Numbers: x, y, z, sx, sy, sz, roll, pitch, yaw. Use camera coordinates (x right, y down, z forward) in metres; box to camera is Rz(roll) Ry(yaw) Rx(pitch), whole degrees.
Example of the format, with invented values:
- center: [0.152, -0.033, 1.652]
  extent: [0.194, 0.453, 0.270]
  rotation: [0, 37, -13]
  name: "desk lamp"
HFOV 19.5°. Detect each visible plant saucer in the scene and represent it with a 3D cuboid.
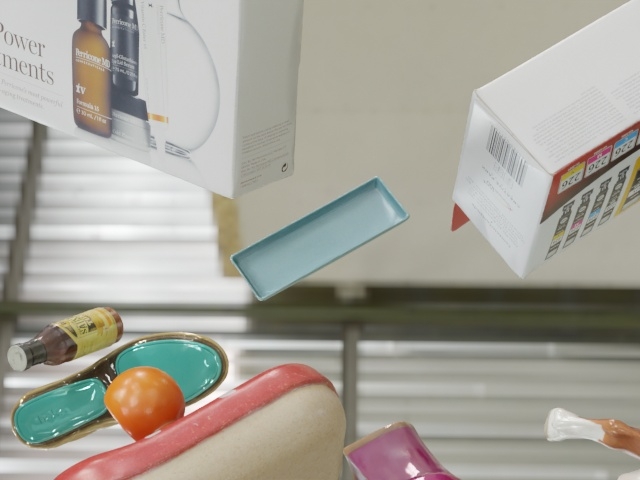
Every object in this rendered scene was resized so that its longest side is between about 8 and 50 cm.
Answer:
- center: [0.000, 0.000, 2.016]
  extent: [0.067, 0.192, 0.018]
  rotation: [53, 163, 29]
  name: "plant saucer"

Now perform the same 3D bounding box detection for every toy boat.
- center: [-0.103, 0.152, 1.327]
  extent: [0.151, 0.231, 0.151]
  rotation: [47, 150, 30]
  name: "toy boat"

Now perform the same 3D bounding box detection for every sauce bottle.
- center: [-0.243, 0.096, 1.773]
  extent: [0.128, 0.042, 0.042]
  rotation: [-21, -64, -53]
  name: "sauce bottle"

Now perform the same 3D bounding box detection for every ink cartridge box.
- center: [0.302, -0.110, 1.981]
  extent: [0.130, 0.309, 0.272]
  rotation: [50, 159, 23]
  name: "ink cartridge box"

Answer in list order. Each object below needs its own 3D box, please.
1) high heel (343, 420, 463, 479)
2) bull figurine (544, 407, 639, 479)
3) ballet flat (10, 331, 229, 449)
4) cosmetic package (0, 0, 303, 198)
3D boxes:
- center: [-0.022, 0.324, 1.706]
  extent: [0.181, 0.377, 0.127]
  rotation: [52, 176, 42]
  name: "high heel"
- center: [0.266, 0.202, 1.198]
  extent: [0.310, 0.188, 0.101]
  rotation: [49, -123, -45]
  name: "bull figurine"
- center: [-0.192, 0.142, 1.823]
  extent: [0.073, 0.232, 0.080]
  rotation: [-3, -104, -77]
  name: "ballet flat"
- center: [-0.186, -0.231, 1.700]
  extent: [0.097, 0.377, 0.284]
  rotation: [-23, -55, -47]
  name: "cosmetic package"
